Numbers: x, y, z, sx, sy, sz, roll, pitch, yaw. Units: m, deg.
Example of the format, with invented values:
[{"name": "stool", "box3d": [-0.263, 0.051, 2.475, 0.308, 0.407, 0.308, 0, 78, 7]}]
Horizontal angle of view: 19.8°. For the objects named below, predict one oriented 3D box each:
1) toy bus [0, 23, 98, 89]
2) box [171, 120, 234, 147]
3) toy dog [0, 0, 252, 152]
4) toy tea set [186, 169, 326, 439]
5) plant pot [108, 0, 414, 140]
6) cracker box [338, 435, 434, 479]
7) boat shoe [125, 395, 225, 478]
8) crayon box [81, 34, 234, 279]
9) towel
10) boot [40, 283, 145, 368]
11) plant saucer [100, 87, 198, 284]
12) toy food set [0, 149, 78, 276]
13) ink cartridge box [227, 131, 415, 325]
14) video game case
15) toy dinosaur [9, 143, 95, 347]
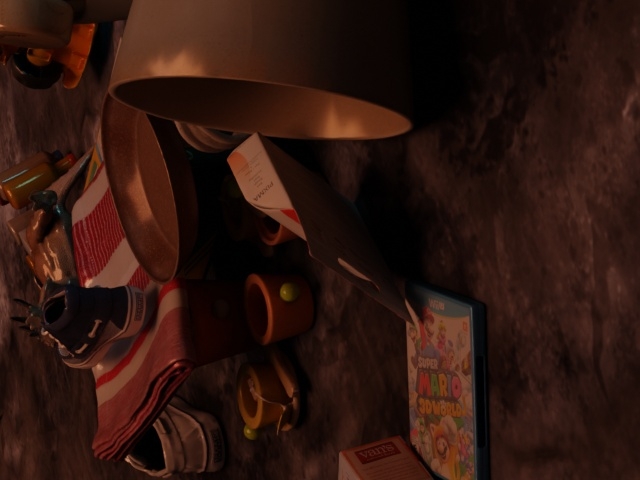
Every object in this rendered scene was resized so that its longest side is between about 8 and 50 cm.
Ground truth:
[{"name": "toy bus", "box3d": [-0.379, -0.322, 2.350, 0.211, 0.220, 0.149, -75, 8, -48]}, {"name": "box", "box3d": [-0.115, -0.158, 1.832, 0.137, 0.126, 0.072, 116, 139, -57]}, {"name": "toy dog", "box3d": [-0.184, -0.234, 1.686, 0.161, 0.334, 0.220, 7, 70, 61]}, {"name": "toy tea set", "box3d": [-0.092, 0.040, 1.852, 0.200, 0.124, 0.336, -125, 36, -46]}, {"name": "plant pot", "box3d": [-0.033, -0.241, 1.546, 0.256, 0.257, 0.274, 171, 107, -66]}, {"name": "cracker box", "box3d": [0.090, 0.301, 1.585, 0.232, 0.067, 0.155, 50, 146, 47]}, {"name": "boat shoe", "box3d": [-0.197, 0.234, 2.189, 0.258, 0.084, 0.095, 169, 93, -66]}, {"name": "crayon box", "box3d": [-0.192, -0.055, 2.095, 0.323, 0.083, 0.203, 113, 142, -48]}, {"name": "towel", "box3d": [-0.201, 0.038, 1.921, 0.237, 0.037, 0.329, -52, 41, 48]}, {"name": "boot", "box3d": [-0.254, 0.083, 1.877, 0.190, 0.086, 0.069, -36, 51, 55]}, {"name": "plant saucer", "box3d": [-0.160, -0.057, 1.762, 0.198, 0.036, 0.198, 165, 90, -69]}, {"name": "toy food set", "box3d": [-0.381, -0.050, 2.537, 0.111, 0.104, 0.232, 51, 163, 29]}, {"name": "ink cartridge box", "box3d": [0.000, 0.000, 1.607, 0.045, 0.145, 0.179, -41, 41, 17]}, {"name": "video game case", "box3d": [0.108, 0.125, 1.572, 0.119, 0.015, 0.166, -159, 65, -63]}, {"name": "toy dinosaur", "box3d": [-0.342, 0.027, 2.415, 0.200, 0.127, 0.295, 163, 104, -72]}]
